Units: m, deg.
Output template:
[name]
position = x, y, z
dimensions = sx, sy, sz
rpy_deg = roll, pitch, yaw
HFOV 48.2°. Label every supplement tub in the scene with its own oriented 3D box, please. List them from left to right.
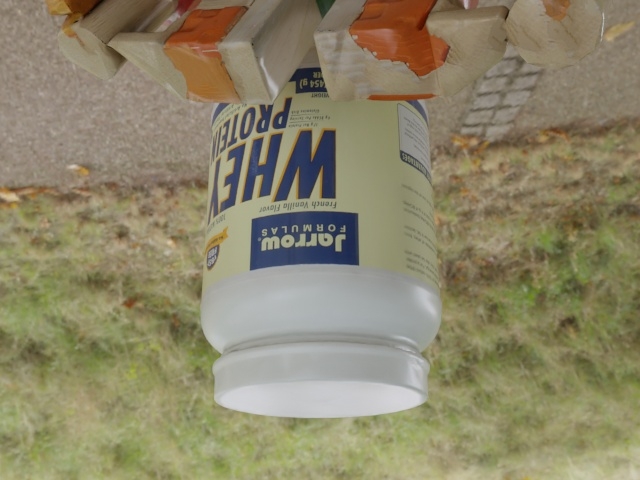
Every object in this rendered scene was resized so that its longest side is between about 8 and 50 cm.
[supplement tub]
position = 0.000, 0.000, 0.722
dimensions = 0.235, 0.325, 0.235
rpy_deg = 0, 157, 0

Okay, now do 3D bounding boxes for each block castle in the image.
[block castle]
position = -0.016, -0.278, 0.482
dimensions = 0.453, 0.213, 0.303
rpy_deg = 5, 138, 28
